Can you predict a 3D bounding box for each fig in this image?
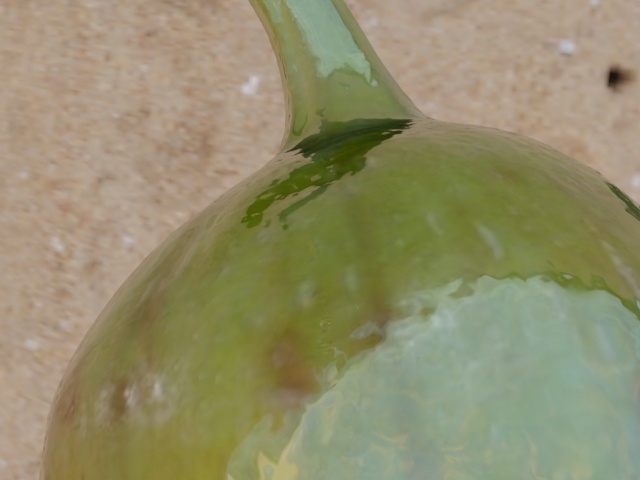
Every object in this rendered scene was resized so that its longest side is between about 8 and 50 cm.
[{"bbox_3d":[0.000,0.000,0.405,0.149,0.149,0.245,2,60,-36],"label":"fig"}]
